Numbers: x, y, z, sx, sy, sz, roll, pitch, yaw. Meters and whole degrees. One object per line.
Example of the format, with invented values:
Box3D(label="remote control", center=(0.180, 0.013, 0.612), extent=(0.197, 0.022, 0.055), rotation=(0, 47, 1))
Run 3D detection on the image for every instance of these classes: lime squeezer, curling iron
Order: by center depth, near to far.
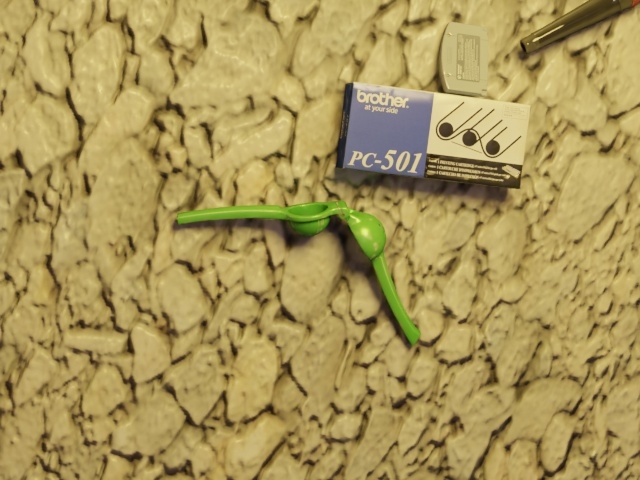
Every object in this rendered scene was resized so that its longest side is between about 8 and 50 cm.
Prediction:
Box3D(label="lime squeezer", center=(0.000, 0.000, 1.557), extent=(0.310, 0.059, 0.110), rotation=(27, 121, -14))
Box3D(label="curling iron", center=(0.340, -0.291, 1.589), extent=(0.274, 0.035, 0.068), rotation=(-34, 97, -6))

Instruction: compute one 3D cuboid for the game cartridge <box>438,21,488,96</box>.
Box3D(label="game cartridge", center=(0.160, -0.202, 1.562), extent=(0.056, 0.017, 0.083), rotation=(8, 73, -14))

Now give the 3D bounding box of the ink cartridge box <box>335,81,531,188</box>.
Box3D(label="ink cartridge box", center=(0.126, -0.116, 1.562), extent=(0.207, 0.046, 0.097), rotation=(7, 93, -11))
